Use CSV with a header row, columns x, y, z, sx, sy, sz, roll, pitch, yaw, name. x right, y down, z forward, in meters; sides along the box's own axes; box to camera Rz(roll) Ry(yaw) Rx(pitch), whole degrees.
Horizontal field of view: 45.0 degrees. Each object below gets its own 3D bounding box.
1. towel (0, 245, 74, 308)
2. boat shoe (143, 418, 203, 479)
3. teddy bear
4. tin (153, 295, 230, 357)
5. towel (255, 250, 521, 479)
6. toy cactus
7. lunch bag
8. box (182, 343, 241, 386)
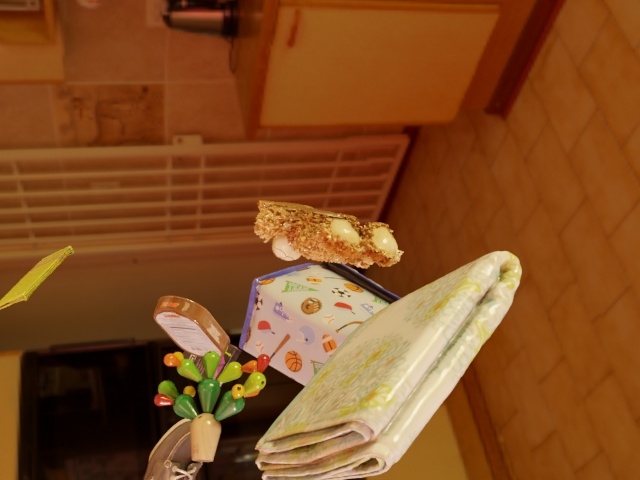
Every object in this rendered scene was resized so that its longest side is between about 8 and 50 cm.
x,y,z,sx,sy,sz,roll,pitch,yaw,name
-0.666,0.089,1.802,0.021,0.102,0.237,59,-159,-19,towel
-0.309,0.502,1.541,0.335,0.112,0.095,-56,46,16,boat shoe
0.000,0.000,1.443,0.338,0.245,0.113,12,96,38,teddy bear
-0.240,0.167,1.451,0.189,0.106,0.040,62,-146,-48,tin
0.095,0.186,1.089,0.090,0.374,0.320,49,144,-5,towel
-0.184,0.264,1.255,0.112,0.219,0.180,49,-141,-59,toy cactus
0.053,0.194,1.907,0.328,0.386,0.238,28,114,30,lunch bag
-0.298,0.310,2.068,0.162,0.029,0.116,23,80,41,box
